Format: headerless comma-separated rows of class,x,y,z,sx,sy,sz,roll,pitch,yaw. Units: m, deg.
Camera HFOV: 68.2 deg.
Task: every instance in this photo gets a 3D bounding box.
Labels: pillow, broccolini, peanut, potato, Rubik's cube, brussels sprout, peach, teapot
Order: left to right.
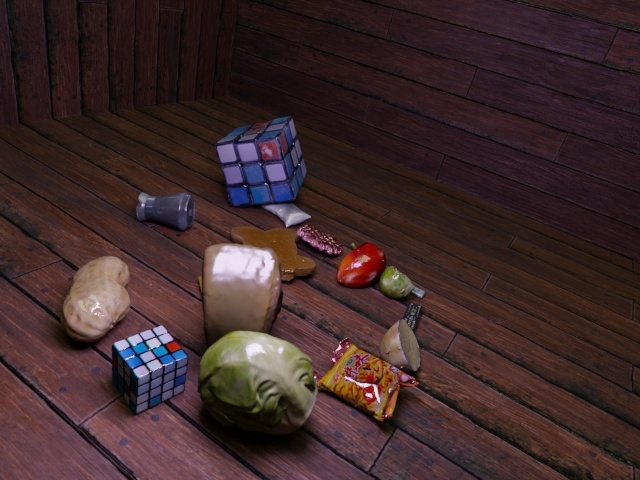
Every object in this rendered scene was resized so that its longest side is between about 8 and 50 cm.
peanut,-0.717,0.174,1.541,0.192,0.170,0.387,10,29,-18
Rubik's cube,-0.482,0.361,1.331,0.155,0.154,0.151,-17,42,-41
teapot,-0.687,-0.138,2.120,0.225,0.171,0.203,6,-2,0
brussels sprout,-0.179,0.388,1.289,0.327,0.328,0.247,20,55,12
Rubik's cube,-0.290,-0.403,2.442,0.358,0.362,0.363,-8,26,17
pillow,-0.183,-0.149,2.417,0.144,0.078,0.254,-23,45,-33
peach,0.188,0.108,2.052,0.158,0.154,0.267,34,35,30
broccolini,0.231,0.077,2.235,0.239,0.054,0.051,35,0,37
brussels sprout,0.315,0.188,2.008,0.149,0.122,0.151,45,6,35
potato,0.267,0.378,1.660,0.117,0.182,0.202,-24,11,22

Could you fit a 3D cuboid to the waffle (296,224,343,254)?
waffle,0.000,0.000,2.213,0.234,0.056,0.221,29,16,9

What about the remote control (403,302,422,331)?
remote control,0.357,0.322,1.885,0.063,0.025,0.245,21,31,14

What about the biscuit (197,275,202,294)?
biscuit,-0.369,0.185,1.799,0.183,0.039,0.174,-3,32,-25

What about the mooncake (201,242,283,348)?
mooncake,-0.248,0.169,1.522,0.246,0.394,0.394,6,21,-7

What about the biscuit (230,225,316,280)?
biscuit,-0.232,0.056,2.053,0.368,0.076,0.394,1,29,-21

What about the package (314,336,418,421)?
package,0.138,0.449,1.499,0.288,0.109,0.223,22,35,29

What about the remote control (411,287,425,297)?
remote control,0.402,0.217,2.092,0.124,0.018,0.053,24,32,18
